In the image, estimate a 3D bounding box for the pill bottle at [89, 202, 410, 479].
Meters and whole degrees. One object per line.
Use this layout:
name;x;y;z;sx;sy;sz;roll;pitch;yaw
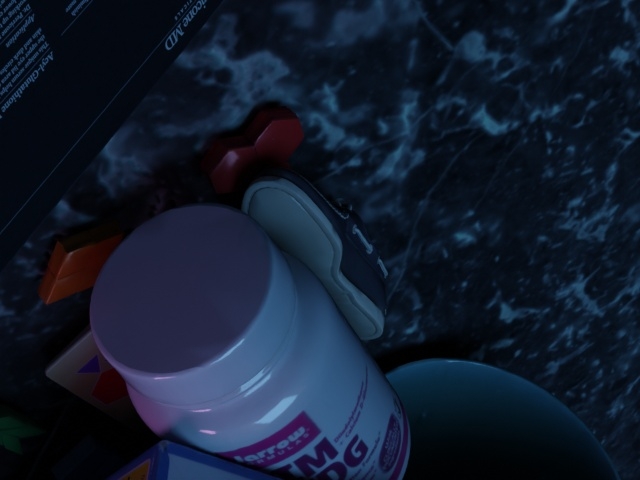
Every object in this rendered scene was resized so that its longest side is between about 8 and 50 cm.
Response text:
pill bottle;-0.046;0.103;0.952;0.160;0.160;0.283;-38;142;-4

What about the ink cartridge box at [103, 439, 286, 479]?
ink cartridge box;-0.108;0.316;1.005;0.270;0.151;0.395;24;141;-24

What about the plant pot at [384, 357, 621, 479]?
plant pot;0.114;0.298;1.238;0.293;0.293;0.235;-16;150;-30

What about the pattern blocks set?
pattern blocks set;-0.114;0.062;1.008;0.325;0.026;0.285;-37;142;-6

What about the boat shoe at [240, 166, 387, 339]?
boat shoe;0.000;0.000;0.993;0.206;0.075;0.065;56;41;-47

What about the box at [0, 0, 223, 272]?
box;-0.172;-0.118;0.642;0.261;0.103;0.184;-56;147;-28
